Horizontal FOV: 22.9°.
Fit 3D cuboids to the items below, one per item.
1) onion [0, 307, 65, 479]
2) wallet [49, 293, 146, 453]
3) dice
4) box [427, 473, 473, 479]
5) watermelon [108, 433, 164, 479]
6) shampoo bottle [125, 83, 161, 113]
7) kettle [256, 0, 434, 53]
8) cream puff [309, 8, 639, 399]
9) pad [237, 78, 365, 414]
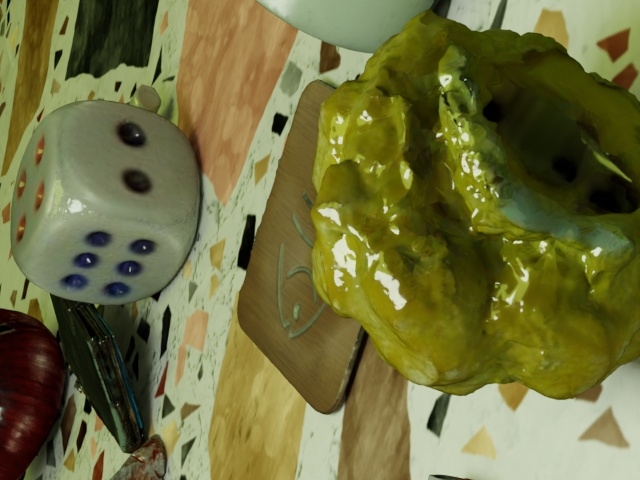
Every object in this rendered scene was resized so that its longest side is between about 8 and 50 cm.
[{"bbox_3d":[-0.502,0.213,2.235,0.273,0.285,0.273,-26,48,33],"label":"onion"},{"bbox_3d":[-0.293,0.146,2.020,0.317,0.044,0.169,-144,40,-65],"label":"wallet"},{"bbox_3d":[-0.266,-0.046,1.936,0.193,0.194,0.192,-51,35,42],"label":"dice"},{"bbox_3d":[0.093,0.293,1.221,0.055,0.039,0.218,3,83,63],"label":"box"},{"bbox_3d":[-0.230,0.294,1.835,0.180,0.081,0.094,-53,-25,-51],"label":"watermelon"},{"bbox_3d":[-0.264,-0.119,2.103,0.192,0.074,0.074,-57,33,35],"label":"shampoo bottle"},{"bbox_3d":[0.080,-0.353,1.396,0.205,0.265,0.318,45,126,24],"label":"kettle"},{"bbox_3d":[0.119,-0.031,1.043,0.185,0.281,0.282,88,-176,-70],"label":"cream puff"},{"bbox_3d":[0.000,0.000,1.564,0.286,0.018,0.284,41,115,62],"label":"pad"}]
